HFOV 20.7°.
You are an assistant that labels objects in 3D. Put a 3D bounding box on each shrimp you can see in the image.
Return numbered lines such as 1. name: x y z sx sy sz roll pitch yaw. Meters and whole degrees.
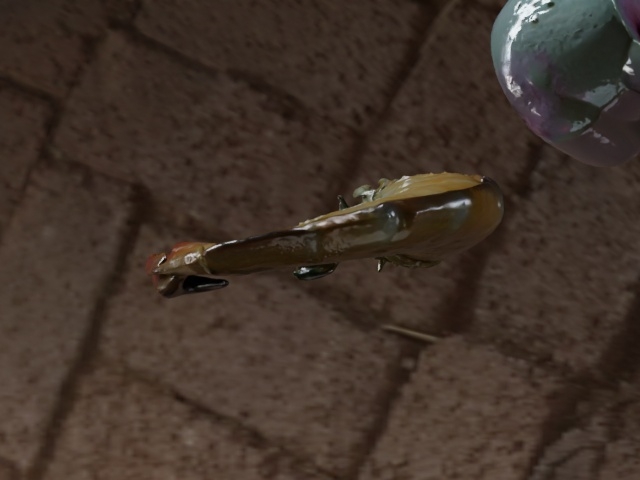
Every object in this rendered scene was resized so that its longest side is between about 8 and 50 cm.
1. shrimp: 0.000 0.002 0.623 0.124 0.178 0.034 -13 92 -3

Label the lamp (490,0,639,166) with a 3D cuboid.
1. lamp: 0.279 -0.225 1.517 0.301 0.247 0.247 -34 39 39
